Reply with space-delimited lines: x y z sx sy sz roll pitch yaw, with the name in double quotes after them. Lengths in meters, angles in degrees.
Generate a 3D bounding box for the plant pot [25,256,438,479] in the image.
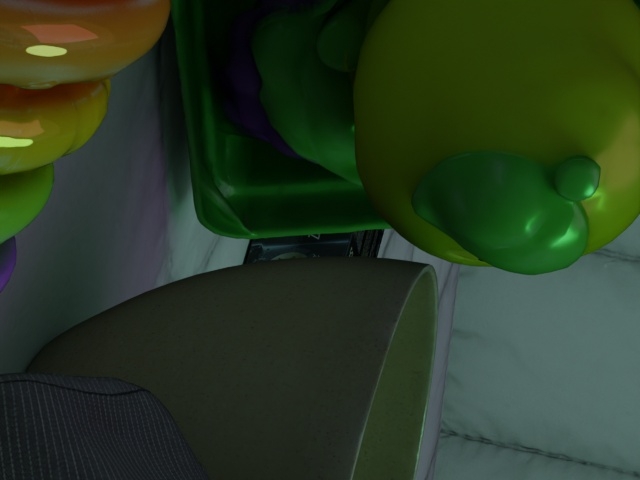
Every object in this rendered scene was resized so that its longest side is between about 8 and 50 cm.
-0.061 0.134 0.906 0.284 0.191 0.284 11 90 -79 "plant pot"

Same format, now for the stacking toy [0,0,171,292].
-0.136 -0.035 0.524 0.166 0.175 0.302 -67 179 -68 "stacking toy"

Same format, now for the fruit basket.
0.101 -0.082 0.999 0.283 0.392 0.392 88 17 -52 "fruit basket"

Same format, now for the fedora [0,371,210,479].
-0.113 0.128 0.666 0.275 0.243 0.124 71 3 -69 "fedora"

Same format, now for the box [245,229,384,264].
0.000 0.000 1.406 0.147 0.077 0.180 78 25 -65 "box"
